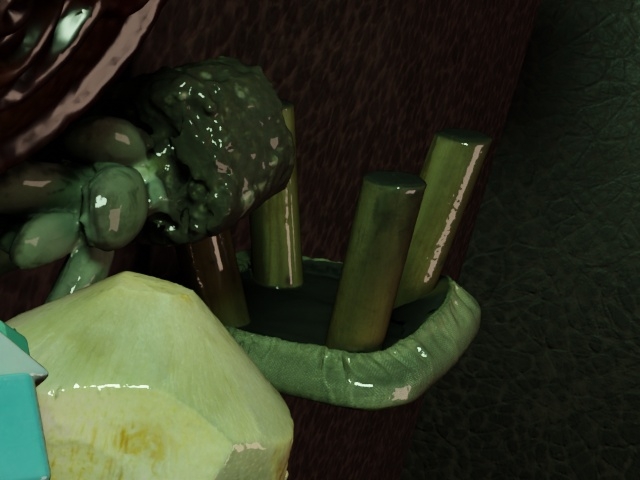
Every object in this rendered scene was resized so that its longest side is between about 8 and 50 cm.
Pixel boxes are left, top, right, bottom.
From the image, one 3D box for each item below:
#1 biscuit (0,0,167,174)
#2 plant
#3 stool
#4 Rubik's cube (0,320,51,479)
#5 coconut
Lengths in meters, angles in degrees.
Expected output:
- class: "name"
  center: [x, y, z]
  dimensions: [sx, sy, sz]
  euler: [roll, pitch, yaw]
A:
- class: "biscuit"
  center: [-0.175, -0.194, 0.730]
  dimensions: [0.407, 0.091, 0.407]
  euler: [-51, 162, -24]
- class: "plant"
  center: [-0.152, -0.047, 1.045]
  dimensions: [0.274, 0.149, 0.146]
  euler: [-36, 101, -39]
- class: "stool"
  center: [0.000, 0.000, 1.315]
  dimensions: [0.310, 0.310, 0.226]
  euler: [-33, 133, -64]
- class: "Rubik's cube"
  center: [-0.255, 0.124, 0.717]
  dimensions: [0.265, 0.224, 0.213]
  euler: [-43, -124, 52]
- class: "coconut"
  center: [-0.132, 0.131, 0.911]
  dimensions: [0.197, 0.237, 0.237]
  euler: [-64, 169, -76]
